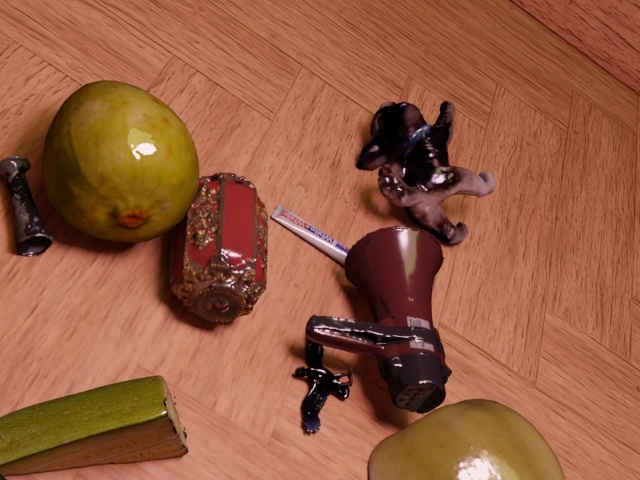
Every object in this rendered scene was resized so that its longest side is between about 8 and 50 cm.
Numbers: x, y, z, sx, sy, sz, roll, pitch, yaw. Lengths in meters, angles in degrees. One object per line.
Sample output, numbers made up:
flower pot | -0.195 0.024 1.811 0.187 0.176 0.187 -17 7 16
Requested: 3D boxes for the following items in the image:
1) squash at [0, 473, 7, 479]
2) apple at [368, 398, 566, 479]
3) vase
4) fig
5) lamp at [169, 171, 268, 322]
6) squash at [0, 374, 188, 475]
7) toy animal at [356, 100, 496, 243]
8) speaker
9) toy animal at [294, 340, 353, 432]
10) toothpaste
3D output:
squash | -0.459 0.349 1.211 0.193 0.193 0.156 16 8 -27
apple | 0.282 0.464 1.763 0.320 0.312 0.360 -30 68 -3
vase | -0.483 -0.058 1.646 0.059 0.059 0.167 0 54 -39
fig | -0.339 -0.146 1.699 0.258 0.258 0.326 12 31 -31
lamp | -0.174 0.009 1.752 0.177 0.177 0.274 19 44 -25
squash | -0.352 0.279 1.467 0.288 0.203 0.111 -17 63 -7
toy animal | 0.202 -0.185 2.208 0.302 0.194 0.344 9 44 -40
speaker | 0.123 0.126 1.821 0.259 0.198 0.329 40 30 -31
toy animal | 0.006 0.244 1.775 0.108 0.062 0.220 8 49 -11
toothpaste | 0.000 0.000 2.006 0.218 0.033 0.052 33 36 -3
